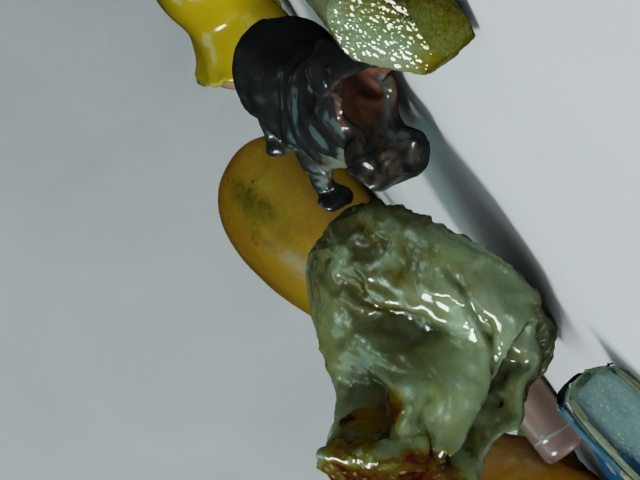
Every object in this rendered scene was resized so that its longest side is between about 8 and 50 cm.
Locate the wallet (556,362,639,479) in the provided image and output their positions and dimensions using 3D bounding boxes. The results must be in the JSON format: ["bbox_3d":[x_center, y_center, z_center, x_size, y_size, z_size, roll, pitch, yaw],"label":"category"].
[{"bbox_3d":[0.246,0.192,0.767,0.202,0.059,0.141,57,177,-27],"label":"wallet"}]

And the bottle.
[{"bbox_3d":[0.228,0.173,1.204,0.140,0.053,0.053,56,179,17],"label":"bottle"}]

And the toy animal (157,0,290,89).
[{"bbox_3d":[-0.105,-0.248,1.234,0.230,0.156,0.156,53,-179,-26],"label":"toy animal"}]

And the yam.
[{"bbox_3d":[0.017,-0.146,0.593,0.146,0.069,0.070,57,179,19],"label":"yam"}]

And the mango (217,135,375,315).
[{"bbox_3d":[0.000,0.000,1.790,0.446,0.232,0.300,48,170,37],"label":"mango"}]

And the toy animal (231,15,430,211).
[{"bbox_3d":[0.014,-0.112,0.954,0.168,0.106,0.343,64,170,-18],"label":"toy animal"}]

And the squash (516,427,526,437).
[{"bbox_3d":[0.314,0.338,1.495,0.184,0.085,0.192,56,-179,38],"label":"squash"}]

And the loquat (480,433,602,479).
[{"bbox_3d":[0.218,0.382,1.268,0.328,0.328,0.328,56,179,1],"label":"loquat"}]

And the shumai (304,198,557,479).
[{"bbox_3d":[0.064,0.099,0.929,0.225,0.222,0.260,34,179,-6],"label":"shumai"}]
